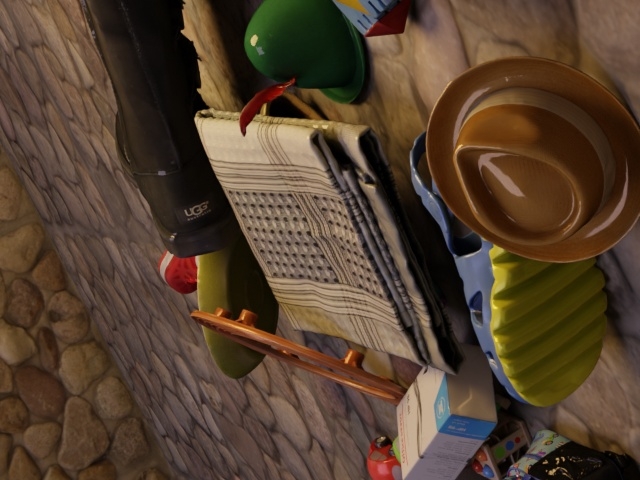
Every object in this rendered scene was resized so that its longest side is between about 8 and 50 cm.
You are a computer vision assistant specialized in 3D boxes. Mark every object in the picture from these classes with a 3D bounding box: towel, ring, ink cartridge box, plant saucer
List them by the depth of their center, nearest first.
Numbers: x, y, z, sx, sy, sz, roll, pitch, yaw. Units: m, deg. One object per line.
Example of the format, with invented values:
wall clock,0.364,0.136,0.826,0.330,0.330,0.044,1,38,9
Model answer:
towel,0.000,0.000,1.625,0.324,0.056,0.312,11,130,53
ink cartridge box,0.135,0.208,1.662,0.180,0.060,0.104,117,158,-46
ring,-0.003,0.146,1.839,0.336,0.032,0.336,22,171,3
plant saucer,-0.107,0.073,2.043,0.037,0.241,0.241,-5,125,19

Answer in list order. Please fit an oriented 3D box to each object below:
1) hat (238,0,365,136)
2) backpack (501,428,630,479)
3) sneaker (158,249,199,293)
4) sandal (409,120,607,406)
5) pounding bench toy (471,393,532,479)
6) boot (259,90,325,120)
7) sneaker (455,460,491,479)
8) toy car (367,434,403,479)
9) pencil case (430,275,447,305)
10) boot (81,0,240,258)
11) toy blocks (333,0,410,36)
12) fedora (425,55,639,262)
hat,-0.070,-0.191,1.548,0.173,0.183,0.208,58,160,5
backpack,0.255,0.285,1.539,0.173,0.117,0.158,20,135,65
sneaker,-0.192,0.057,2.342,0.128,0.087,0.221,53,161,21
sandal,0.169,0.002,1.360,0.138,0.126,0.317,12,121,68
pounding bench toy,0.196,0.224,1.666,0.052,0.065,0.083,16,132,63
boot,-0.014,-0.041,1.762,0.262,0.095,0.203,64,160,7
sneaker,0.229,0.366,1.758,0.252,0.103,0.111,55,157,-7
toy car,0.128,0.316,1.978,0.239,0.053,0.225,45,156,35
pencil case,0.078,0.030,1.680,0.151,0.064,0.070,54,141,15
boot,-0.234,-0.249,1.842,0.367,0.146,0.445,55,167,52
toy blocks,0.008,-0.304,1.267,0.261,0.191,0.381,48,161,-2
fedora,0.169,-0.055,1.196,0.194,0.079,0.194,10,117,20
